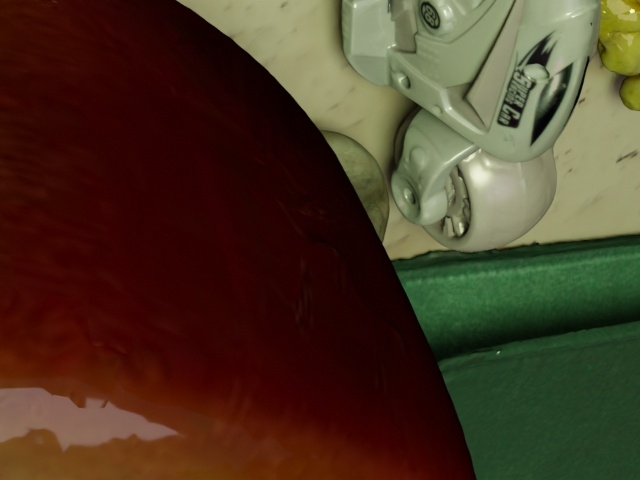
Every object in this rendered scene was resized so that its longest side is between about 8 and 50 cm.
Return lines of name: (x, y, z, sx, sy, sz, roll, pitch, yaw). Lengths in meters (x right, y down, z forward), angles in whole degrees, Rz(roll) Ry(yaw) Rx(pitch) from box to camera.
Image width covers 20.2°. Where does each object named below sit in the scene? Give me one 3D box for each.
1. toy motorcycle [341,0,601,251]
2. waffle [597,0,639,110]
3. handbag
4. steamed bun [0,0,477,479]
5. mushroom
toy motorcycle: (0.070, -0.096, 0.714, 0.112, 0.112, 0.254, -23, 132, -24)
waffle: (0.230, -0.152, 0.838, 0.262, 0.060, 0.280, -36, 134, -8)
handbag: (0.119, 0.119, 0.918, 0.326, 0.089, 0.238, -7, 124, -34)
steamed bun: (-0.094, 0.055, 0.580, 0.248, 0.235, 0.379, -38, 136, 22)
mushroom: (0.000, 0.000, 0.745, 0.085, 0.079, 0.085, -26, 135, -29)
